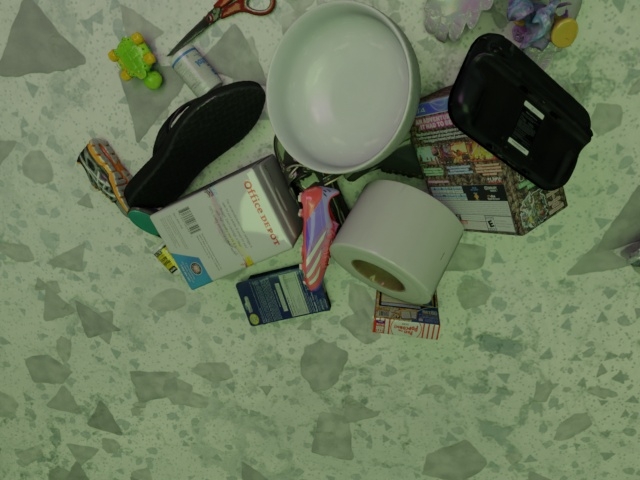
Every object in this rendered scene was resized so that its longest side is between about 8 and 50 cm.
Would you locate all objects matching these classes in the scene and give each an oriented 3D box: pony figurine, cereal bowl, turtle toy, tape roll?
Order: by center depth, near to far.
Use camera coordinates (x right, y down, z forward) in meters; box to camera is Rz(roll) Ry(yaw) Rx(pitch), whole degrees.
[{"bbox_3d":[0.382,-0.476,0.903,0.302,0.363,0.351,15,126,-6],"label":"pony figurine"},{"bbox_3d":[0.058,-0.309,1.055,0.338,0.141,0.339,6,101,31],"label":"cereal bowl"},{"bbox_3d":[0.163,0.007,1.097,0.246,0.246,0.169,32,74,-3],"label":"tape roll"},{"bbox_3d":[-0.415,-0.408,1.158,0.095,0.066,0.130,-26,104,16],"label":"turtle toy"}]

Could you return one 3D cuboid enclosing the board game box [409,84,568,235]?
[{"bbox_3d":[0.329,-0.174,1.025,0.141,0.232,0.291,-28,108,-24],"label":"board game box"}]

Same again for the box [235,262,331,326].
[{"bbox_3d":[-0.098,0.141,1.319,0.225,0.036,0.137,-14,106,12],"label":"box"}]

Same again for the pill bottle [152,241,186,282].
[{"bbox_3d":[-0.376,0.052,1.314,0.065,0.065,0.116,-38,100,18],"label":"pill bottle"}]

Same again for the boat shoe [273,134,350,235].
[{"bbox_3d":[-0.011,-0.115,1.184,0.112,0.095,0.335,-25,104,16],"label":"boat shoe"}]

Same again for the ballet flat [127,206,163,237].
[{"bbox_3d":[-0.385,-0.036,1.263,0.203,0.074,0.074,35,112,-27],"label":"ballet flat"}]

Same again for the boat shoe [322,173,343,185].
[{"bbox_3d":[0.032,-0.166,1.141,0.049,0.137,0.043,-17,112,32],"label":"boat shoe"}]

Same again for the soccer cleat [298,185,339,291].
[{"bbox_3d":[0.000,0.000,1.138,0.095,0.083,0.248,-1,106,5],"label":"soccer cleat"}]

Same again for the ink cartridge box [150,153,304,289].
[{"bbox_3d":[-0.203,-0.048,1.182,0.270,0.197,0.198,-22,104,15],"label":"ink cartridge box"}]

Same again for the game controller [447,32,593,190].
[{"bbox_3d":[0.355,-0.214,0.879,0.319,0.067,0.167,26,96,-27],"label":"game controller"}]

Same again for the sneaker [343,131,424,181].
[{"bbox_3d":[0.168,-0.167,1.147,0.222,0.083,0.118,-30,103,16],"label":"sneaker"}]

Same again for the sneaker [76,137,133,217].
[{"bbox_3d":[-0.527,-0.146,1.264,0.083,0.084,0.215,-29,94,20],"label":"sneaker"}]

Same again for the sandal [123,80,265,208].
[{"bbox_3d":[-0.312,-0.229,1.153,0.445,0.167,0.107,-36,69,25],"label":"sandal"}]

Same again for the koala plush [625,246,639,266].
[{"bbox_3d":[0.785,0.003,1.071,0.196,0.203,0.221,28,123,-2],"label":"koala plush"}]

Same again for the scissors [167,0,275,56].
[{"bbox_3d":[-0.236,-0.515,1.122,0.297,0.021,0.109,-18,108,15],"label":"scissors"}]

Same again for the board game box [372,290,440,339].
[{"bbox_3d":[0.202,0.149,1.192,0.146,0.193,0.045,6,119,7],"label":"board game box"}]

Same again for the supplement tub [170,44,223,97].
[{"bbox_3d":[-0.282,-0.381,1.146,0.071,0.071,0.107,-37,101,18],"label":"supplement tub"}]
